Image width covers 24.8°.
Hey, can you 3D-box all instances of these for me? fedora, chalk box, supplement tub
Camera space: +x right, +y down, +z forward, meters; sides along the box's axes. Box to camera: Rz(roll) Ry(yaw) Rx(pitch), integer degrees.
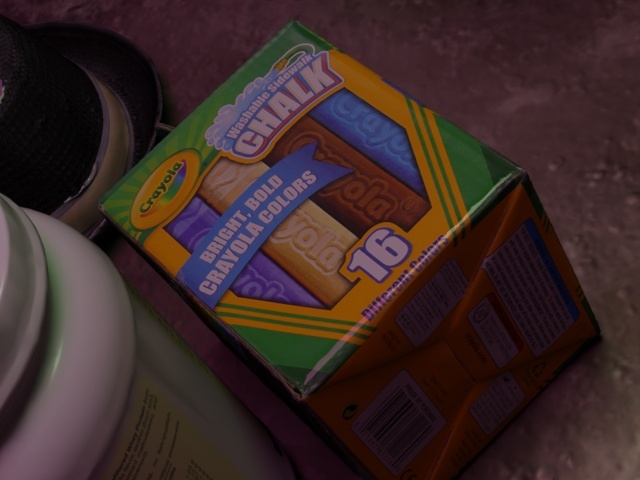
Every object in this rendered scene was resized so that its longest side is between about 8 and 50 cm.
[{"bbox_3d":[-0.296,-0.099,1.173,0.334,0.152,0.334,-14,51,18],"label":"fedora"},{"bbox_3d":[0.000,0.000,0.924,0.179,0.180,0.289,-44,49,-7],"label":"chalk box"},{"bbox_3d":[-0.171,0.126,0.823,0.235,0.325,0.235,-15,51,19],"label":"supplement tub"}]
